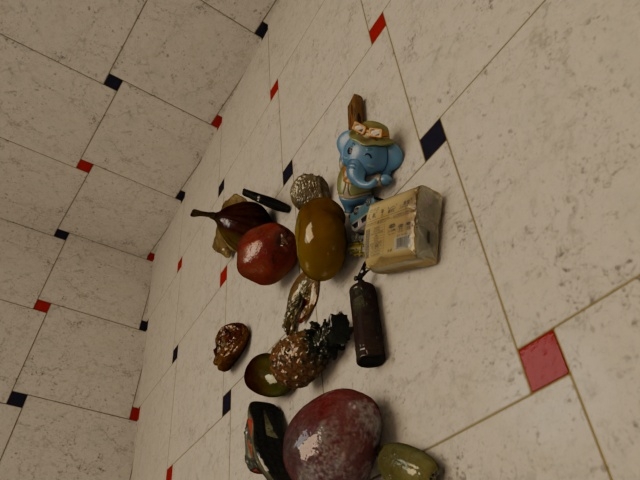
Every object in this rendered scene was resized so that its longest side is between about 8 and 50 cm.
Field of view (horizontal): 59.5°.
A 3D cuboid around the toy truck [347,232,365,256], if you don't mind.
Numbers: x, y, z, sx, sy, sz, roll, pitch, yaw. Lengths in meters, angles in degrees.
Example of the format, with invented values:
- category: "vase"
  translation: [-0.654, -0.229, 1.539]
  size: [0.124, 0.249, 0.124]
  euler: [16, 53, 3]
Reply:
- category: "toy truck"
  translation: [0.121, 0.013, 1.532]
  size: [0.123, 0.052, 0.062]
  euler: [-7, 73, 63]

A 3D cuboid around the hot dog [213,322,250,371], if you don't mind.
- category: "hot dog"
  translation: [-0.356, 0.415, 2.186]
  size: [0.226, 0.099, 0.160]
  euler: [-54, 32, 29]

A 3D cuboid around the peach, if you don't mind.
- category: "peach"
  translation: [0.000, 0.000, 1.641]
  size: [0.251, 0.153, 0.251]
  euler: [178, 90, -89]

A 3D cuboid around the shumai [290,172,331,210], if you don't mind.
- category: "shumai"
  translation: [-0.030, -0.155, 1.883]
  size: [0.116, 0.146, 0.145]
  euler: [-9, -60, -77]

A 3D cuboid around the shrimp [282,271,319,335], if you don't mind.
- category: "shrimp"
  translation: [-0.060, 0.206, 1.795]
  size: [0.133, 0.053, 0.235]
  euler: [19, 88, 44]

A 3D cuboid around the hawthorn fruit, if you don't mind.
- category: "hawthorn fruit"
  translation: [-0.169, 0.039, 1.933]
  size: [0.262, 0.211, 0.210]
  euler: [-27, 51, 45]

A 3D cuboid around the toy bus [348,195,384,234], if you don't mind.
- category: "toy bus"
  translation: [0.134, -0.062, 1.543]
  size: [0.123, 0.060, 0.074]
  euler: [-37, 47, 48]

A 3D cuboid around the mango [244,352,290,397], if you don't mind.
- category: "mango"
  translation: [-0.171, 0.430, 1.793]
  size: [0.268, 0.111, 0.133]
  euler: [-9, 55, 57]

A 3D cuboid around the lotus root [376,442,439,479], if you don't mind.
- category: "lotus root"
  translation: [0.167, 0.459, 1.136]
  size: [0.183, 0.077, 0.090]
  euler: [-1, 73, 62]

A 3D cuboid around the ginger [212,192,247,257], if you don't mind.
- category: "ginger"
  translation: [-0.389, -0.031, 2.550]
  size: [0.236, 0.166, 0.375]
  euler: [42, 145, 25]

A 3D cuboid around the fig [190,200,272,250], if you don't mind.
- category: "fig"
  translation: [-0.359, -0.065, 2.224]
  size: [0.217, 0.321, 0.216]
  euler: [-32, 52, 55]

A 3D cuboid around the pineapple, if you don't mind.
- category: "pineapple"
  translation: [-0.012, 0.296, 1.547]
  size: [0.279, 0.158, 0.157]
  euler: [-39, 40, 29]

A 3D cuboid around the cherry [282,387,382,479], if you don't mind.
- category: "cherry"
  translation: [0.020, 0.469, 1.272]
  size: [0.285, 0.213, 0.236]
  euler: [-58, 34, 13]

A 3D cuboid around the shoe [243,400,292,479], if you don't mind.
- category: "shoe"
  translation: [-0.164, 0.634, 1.644]
  size: [0.336, 0.133, 0.170]
  euler: [-129, 55, -62]

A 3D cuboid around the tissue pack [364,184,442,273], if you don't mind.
- category: "tissue pack"
  translation: [0.195, -0.020, 1.363]
  size: [0.222, 0.090, 0.186]
  euler: [-23, 57, 60]

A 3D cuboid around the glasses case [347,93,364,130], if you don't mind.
- category: "glasses case"
  translation: [0.117, -0.387, 1.799]
  size: [0.064, 0.041, 0.169]
  euler: [123, 152, -53]

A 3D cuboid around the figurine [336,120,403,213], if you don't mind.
- category: "figurine"
  translation: [0.131, -0.203, 1.570]
  size: [0.180, 0.154, 0.261]
  euler: [13, 103, 55]

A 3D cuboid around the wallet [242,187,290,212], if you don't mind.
- category: "wallet"
  translation: [-0.222, -0.158, 2.209]
  size: [0.250, 0.149, 0.044]
  euler: [27, 97, 63]

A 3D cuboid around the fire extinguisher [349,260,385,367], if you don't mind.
- category: "fire extinguisher"
  translation: [0.117, 0.180, 1.411]
  size: [0.089, 0.072, 0.267]
  euler: [122, 152, -47]
